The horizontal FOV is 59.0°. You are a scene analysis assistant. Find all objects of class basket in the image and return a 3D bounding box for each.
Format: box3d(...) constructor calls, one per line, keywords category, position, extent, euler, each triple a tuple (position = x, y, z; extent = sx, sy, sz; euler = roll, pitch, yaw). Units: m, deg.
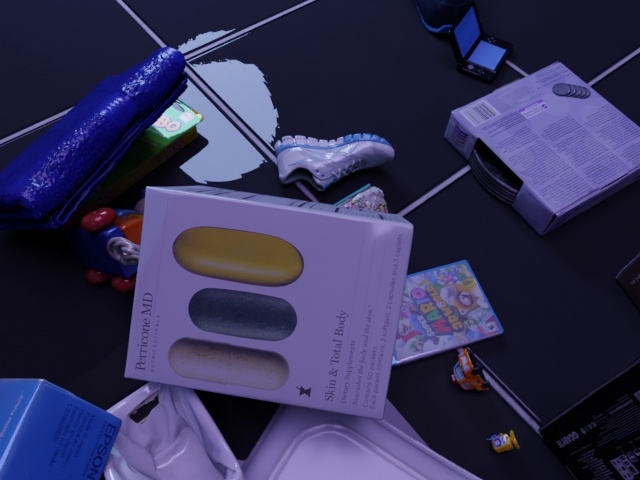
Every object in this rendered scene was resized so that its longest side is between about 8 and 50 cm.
box3d(category="basket", position=(-0.147, 0.239, 0.588), extent=(0.113, 0.103, 0.167), euler=(-33, 46, -16))

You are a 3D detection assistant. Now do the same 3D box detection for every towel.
box3d(category="towel", position=(-0.325, -0.132, 0.780), extent=(0.227, 0.076, 0.308), euler=(-4, 44, 45))

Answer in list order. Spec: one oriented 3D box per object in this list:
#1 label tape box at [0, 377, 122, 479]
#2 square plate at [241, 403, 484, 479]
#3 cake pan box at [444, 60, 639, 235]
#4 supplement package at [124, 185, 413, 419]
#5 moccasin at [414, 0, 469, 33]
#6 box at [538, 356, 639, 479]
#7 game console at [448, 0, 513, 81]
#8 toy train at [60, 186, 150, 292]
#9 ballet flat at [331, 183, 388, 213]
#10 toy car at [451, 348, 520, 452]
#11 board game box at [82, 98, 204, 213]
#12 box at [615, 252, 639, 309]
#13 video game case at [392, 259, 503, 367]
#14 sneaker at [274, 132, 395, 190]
box3d(category="label tape box", position=(-0.392, 0.272, 0.555), extent=(0.347, 0.115, 0.249), euler=(-9, 51, 31))
box3d(category="square plate", position=(0.035, 0.355, 0.584), extent=(0.344, 0.049, 0.347), euler=(29, 61, 15))
box3d(category="cake pan box", position=(0.374, -0.158, 0.921), extent=(0.266, 0.070, 0.246), euler=(-28, 61, -19))
box3d(category="supplement package", position=(-0.048, 0.053, 0.640), extent=(0.262, 0.198, 0.200), euler=(9, 96, 3))
box3d(category="moccasin", position=(0.232, -0.567, 1.145), extent=(0.137, 0.117, 0.342), euler=(-14, 59, -12))
box3d(category="box", position=(0.366, 0.229, 0.521), extent=(0.079, 0.322, 0.257), euler=(-28, 62, -18))
box3d(category="game console", position=(0.300, -0.371, 1.051), extent=(0.107, 0.071, 0.122), euler=(28, 61, 14))
box3d(category="toy train", position=(-0.218, -0.012, 0.721), extent=(0.248, 0.105, 0.143), euler=(5, 32, 47))
box3d(category="ballet flat", position=(0.000, 0.000, 0.794), extent=(0.240, 0.091, 0.077), euler=(-29, 89, -15))
box3d(category="toy car", position=(0.194, 0.197, 0.692), extent=(0.040, 0.060, 0.122), euler=(-29, 50, 16))
box3d(category="board game box", position=(-0.315, -0.146, 0.894), extent=(0.124, 0.039, 0.259), euler=(36, 65, 19))
box3d(category="box", position=(0.543, 0.064, 0.727), extent=(0.168, 0.167, 0.203), euler=(-18, 60, -14))
box3d(category="video game case", position=(0.150, 0.097, 0.775), extent=(0.166, 0.015, 0.119), euler=(-14, 59, -11))
box3d(category="sneaker", position=(0.023, -0.115, 0.880), extent=(0.190, 0.071, 0.083), euler=(-3, 63, 5))
